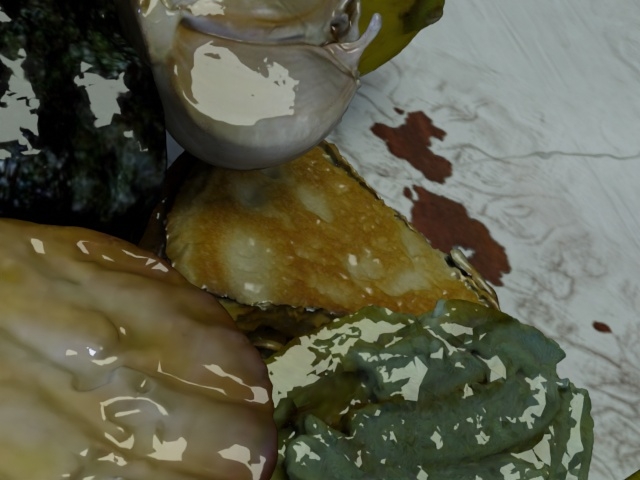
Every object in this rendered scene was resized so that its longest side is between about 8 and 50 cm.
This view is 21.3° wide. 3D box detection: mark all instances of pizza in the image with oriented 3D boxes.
[{"bbox_3d":[0.000,0.000,1.220,0.288,0.074,0.251,15,41,-18],"label":"pizza"}]

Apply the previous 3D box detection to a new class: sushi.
[{"bbox_3d":[-0.230,-0.116,1.106,0.171,0.211,0.350,4,53,-37],"label":"sushi"}]

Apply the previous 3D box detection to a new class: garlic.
[{"bbox_3d":[-0.066,-0.148,1.184,0.178,0.143,0.229,1,67,-29],"label":"garlic"}]

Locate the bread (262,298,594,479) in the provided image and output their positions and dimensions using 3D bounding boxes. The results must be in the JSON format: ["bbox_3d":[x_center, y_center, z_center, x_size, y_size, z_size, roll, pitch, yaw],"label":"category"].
[{"bbox_3d":[0.041,0.140,1.033,0.257,0.124,0.186,-7,67,-28],"label":"bread"}]

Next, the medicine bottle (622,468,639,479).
[{"bbox_3d":[0.353,0.263,1.018,0.384,0.224,0.224,11,41,-22],"label":"medicine bottle"}]

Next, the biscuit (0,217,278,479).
[{"bbox_3d":[-0.172,0.106,0.891,0.296,0.102,0.296,7,41,-6],"label":"biscuit"}]

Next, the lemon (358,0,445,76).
[{"bbox_3d":[-0.026,-0.258,1.353,0.260,0.260,0.284,-29,84,-47],"label":"lemon"}]
